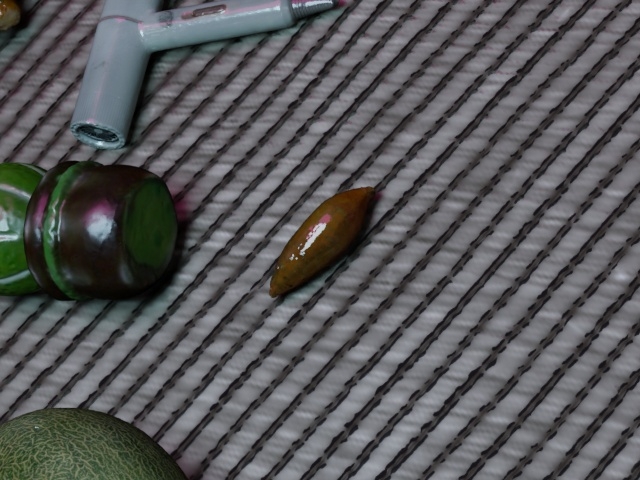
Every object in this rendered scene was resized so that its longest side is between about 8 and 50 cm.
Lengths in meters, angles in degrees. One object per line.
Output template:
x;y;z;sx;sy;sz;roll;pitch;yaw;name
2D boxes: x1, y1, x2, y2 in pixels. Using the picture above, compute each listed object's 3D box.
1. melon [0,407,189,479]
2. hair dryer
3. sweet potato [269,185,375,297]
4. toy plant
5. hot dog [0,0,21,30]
-0.142;0.170;1.159;0.192;0.139;0.139;37;84;32;melon
-0.073;-0.136;1.353;0.183;0.044;0.155;4;68;24;hair dryer
0.000;0.000;1.246;0.095;0.034;0.034;-49;54;-3;sweet potato
-0.179;-0.007;1.303;0.162;0.093;0.092;0;64;29;toy plant
-0.299;-0.232;1.490;0.249;0.068;0.100;50;123;37;hot dog
